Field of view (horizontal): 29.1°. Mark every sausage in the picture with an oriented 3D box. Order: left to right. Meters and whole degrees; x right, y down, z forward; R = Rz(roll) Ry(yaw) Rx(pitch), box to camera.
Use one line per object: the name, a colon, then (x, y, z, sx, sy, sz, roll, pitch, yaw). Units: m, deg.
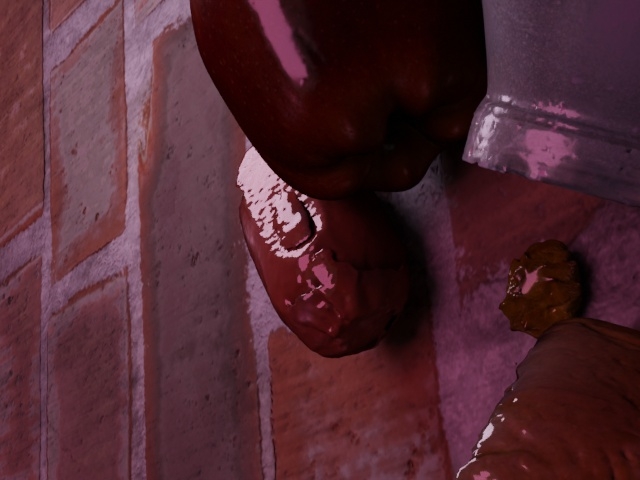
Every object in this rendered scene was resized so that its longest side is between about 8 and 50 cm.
sausage: (0.000, 0.000, 1.274, 0.152, 0.152, 0.279, -59, 36, 28)

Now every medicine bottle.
medicine bottle: (0.232, -0.174, 0.901, 0.245, 0.245, 0.290, 27, 106, 55)

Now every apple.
apple: (0.020, -0.207, 1.186, 0.288, 0.288, 0.317, -42, 61, 43)

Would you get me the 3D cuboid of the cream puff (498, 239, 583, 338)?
cream puff: (0.190, 0.043, 1.065, 0.083, 0.058, 0.083, -52, 45, 33)

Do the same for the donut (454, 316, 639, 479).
donut: (0.170, 0.199, 0.845, 0.150, 0.317, 0.299, 26, 91, 18)
